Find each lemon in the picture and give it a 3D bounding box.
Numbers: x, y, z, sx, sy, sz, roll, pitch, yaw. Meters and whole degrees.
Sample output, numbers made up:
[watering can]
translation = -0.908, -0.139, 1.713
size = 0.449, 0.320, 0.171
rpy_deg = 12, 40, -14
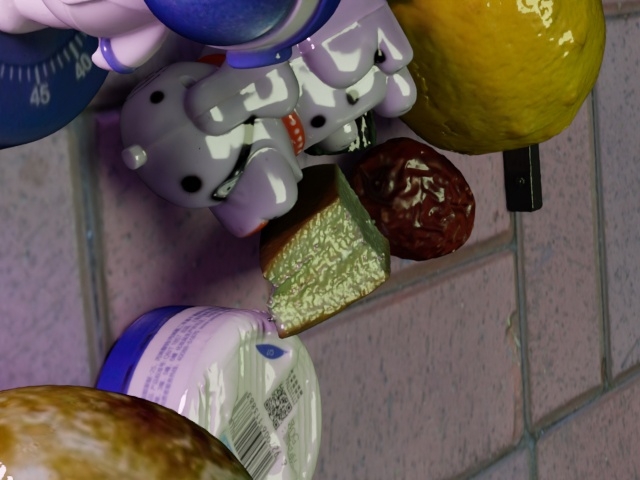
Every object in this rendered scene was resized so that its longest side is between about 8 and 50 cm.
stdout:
[lemon]
translation = 0.153, -0.219, 1.562
size = 0.284, 0.261, 0.260
rpy_deg = 29, 67, -62

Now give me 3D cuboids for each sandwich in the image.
[sandwich]
translation = 0.000, 0.000, 1.394
size = 0.094, 0.096, 0.258
rpy_deg = 61, 10, -17

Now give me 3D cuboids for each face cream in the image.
[face cream]
translation = -0.088, 0.157, 1.337
size = 0.206, 0.111, 0.206
rpy_deg = 2, 87, -57

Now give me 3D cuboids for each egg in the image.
[egg]
translation = -0.166, 0.218, 1.112
size = 0.289, 0.238, 0.238
rpy_deg = 39, 57, -26

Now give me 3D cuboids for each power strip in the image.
[power strip]
translation = 0.240, -0.088, 1.888
size = 0.029, 0.038, 0.111
rpy_deg = -19, 106, -53

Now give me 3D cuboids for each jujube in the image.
[jujube]
translation = 0.097, -0.037, 1.611
size = 0.112, 0.109, 0.176
rpy_deg = -45, 150, 12

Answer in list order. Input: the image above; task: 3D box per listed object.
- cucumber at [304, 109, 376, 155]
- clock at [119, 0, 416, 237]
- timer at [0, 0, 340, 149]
[cucumber]
translation = 0.008, -0.190, 1.512
size = 0.078, 0.062, 0.211
rpy_deg = -28, 114, -53
[clock]
translation = -0.062, -0.110, 1.325
size = 0.254, 0.189, 0.188
rpy_deg = -42, 125, -40
[timer]
translation = -0.150, -0.181, 0.985
size = 0.270, 0.384, 0.270
rpy_deg = -1, 92, -56
